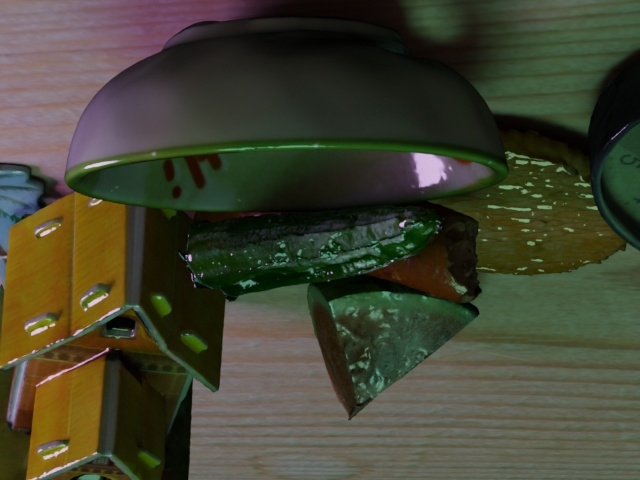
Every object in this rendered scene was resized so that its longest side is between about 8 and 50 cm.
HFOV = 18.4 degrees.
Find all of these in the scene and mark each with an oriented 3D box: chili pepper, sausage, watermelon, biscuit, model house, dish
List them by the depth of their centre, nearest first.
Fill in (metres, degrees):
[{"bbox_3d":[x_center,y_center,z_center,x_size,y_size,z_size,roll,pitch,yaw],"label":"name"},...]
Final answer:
[{"bbox_3d":[-0.026,-0.102,1.452,0.324,0.124,0.324,-2,174,0],"label":"dish"},{"bbox_3d":[0.000,0.000,1.569,0.227,0.059,0.088,-11,156,35],"label":"chili pepper"},{"bbox_3d":[0.006,-0.008,1.666,0.302,0.076,0.103,10,145,37],"label":"sausage"},{"bbox_3d":[0.145,-0.033,1.685,0.254,0.035,0.254,9,156,4],"label":"biscuit"},{"bbox_3d":[-0.251,0.092,1.773,0.340,0.300,0.323,7,147,-11],"label":"model house"},{"bbox_3d":[0.074,0.083,1.909,0.146,0.128,0.231,-20,171,-7],"label":"watermelon"}]

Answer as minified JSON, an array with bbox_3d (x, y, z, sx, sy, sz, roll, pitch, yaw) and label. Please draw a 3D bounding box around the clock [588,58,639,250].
[{"bbox_3d":[0.344,-0.060,1.514,0.281,0.055,0.280,5,147,3],"label":"clock"}]
